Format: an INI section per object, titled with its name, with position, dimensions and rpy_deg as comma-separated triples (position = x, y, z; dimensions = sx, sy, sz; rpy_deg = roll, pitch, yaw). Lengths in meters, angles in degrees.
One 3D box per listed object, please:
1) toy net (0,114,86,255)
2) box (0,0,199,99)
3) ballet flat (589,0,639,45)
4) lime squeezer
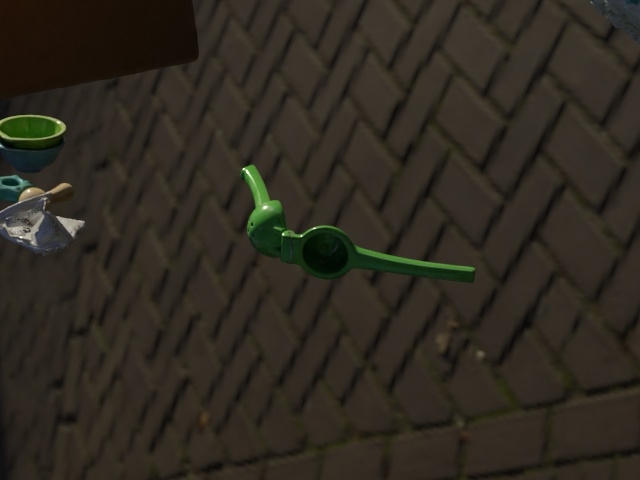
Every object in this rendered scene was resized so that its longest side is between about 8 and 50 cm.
[toy net]
position = -0.280, -0.053, 1.589
dimensions = 0.232, 0.122, 0.045
rpy_deg = -123, 36, -60
[box]
position = -0.116, -0.164, 0.727
dimensions = 0.021, 0.164, 0.201
rpy_deg = 0, 101, 32
[ballet flat]
position = 0.396, -0.177, 1.454
dimensions = 0.409, 0.147, 0.147
rpy_deg = 28, 98, 41
[lime squeezer]
position = 0.000, 0.000, 1.716
dimensions = 0.310, 0.110, 0.059
rpy_deg = 25, 106, 37
